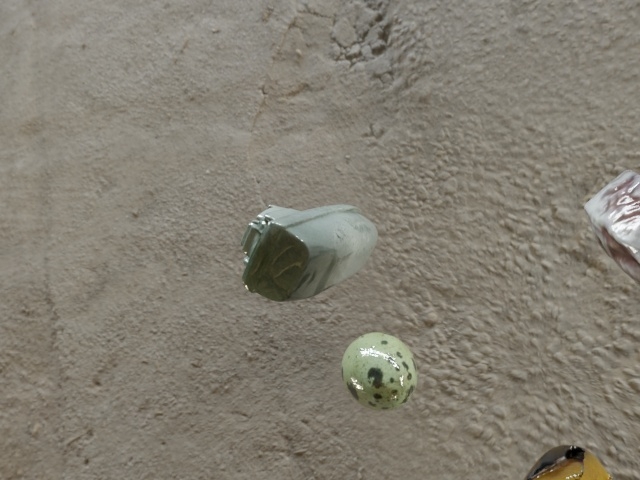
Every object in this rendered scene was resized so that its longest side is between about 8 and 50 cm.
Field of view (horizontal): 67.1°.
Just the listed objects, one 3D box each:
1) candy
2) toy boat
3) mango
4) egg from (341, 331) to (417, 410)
[{"bbox_3d":[0.527,-0.007,0.730,0.214,0.289,0.157,38,115,-5],"label":"candy"},{"bbox_3d":[0.000,0.000,0.465,0.085,0.260,0.078,30,104,15],"label":"toy boat"},{"bbox_3d":[0.379,0.422,0.755,0.151,0.249,0.156,53,129,20],"label":"mango"},{"bbox_3d":[0.140,0.310,1.126,0.177,0.228,0.177,-1,96,-9],"label":"egg"}]
